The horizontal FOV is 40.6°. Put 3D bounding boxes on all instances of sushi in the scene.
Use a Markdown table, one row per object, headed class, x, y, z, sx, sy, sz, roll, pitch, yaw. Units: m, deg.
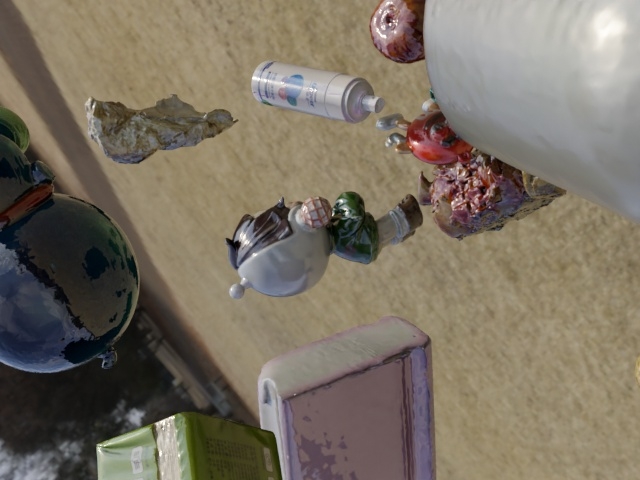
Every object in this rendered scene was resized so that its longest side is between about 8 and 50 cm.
| class | x | y | z | sx | sy | sz | roll | pitch | yaw |
| --- | --- | --- | --- | --- | --- | --- | --- | --- | --- |
| sushi | 0.340 | -0.118 | 1.816 | 0.343 | 0.182 | 0.196 | -32 | 66 | 61 |

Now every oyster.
| class | x | y | z | sx | sy | sz | roll | pitch | yaw |
| --- | --- | --- | --- | --- | --- | --- | --- | --- | --- |
| oyster | -0.256 | -0.177 | 1.366 | 0.162 | 0.233 | 0.107 | 13 | 106 | 53 |

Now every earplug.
| class | x | y | z | sx | sy | sz | roll | pitch | yaw |
| --- | --- | --- | --- | --- | --- | --- | --- | --- | --- |
| earplug | 0.306 | -0.163 | 0.759 | 0.312 | 0.313 | 0.394 | 56 | 177 | -29 |

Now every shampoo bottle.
| class | x | y | z | sx | sy | sz | roll | pitch | yaw |
| --- | --- | --- | --- | --- | --- | --- | --- | --- | --- |
| shampoo bottle | -0.001 | -0.280 | 1.652 | 0.303 | 0.092 | 0.092 | 21 | 151 | 41 |

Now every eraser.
| class | x | y | z | sx | sy | sz | roll | pitch | yaw |
| --- | --- | --- | --- | --- | --- | --- | --- | --- | --- |
| eraser | 0.048 | 0.323 | 1.363 | 0.122 | 0.272 | 0.359 | 38 | 141 | 55 |

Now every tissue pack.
| class | x | y | z | sx | sy | sz | roll | pitch | yaw |
| --- | --- | --- | --- | --- | --- | --- | --- | --- | --- |
| tissue pack | -0.145 | 0.371 | 1.043 | 0.200 | 0.167 | 0.274 | 33 | -141 | -53 |

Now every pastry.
| class | x | y | z | sx | sy | sz | roll | pitch | yaw |
| --- | --- | --- | --- | --- | --- | --- | --- | --- | --- |
| pastry | 0.335 | -0.110 | 1.302 | 0.057 | 0.097 | 0.109 | -9 | 124 | 21 |

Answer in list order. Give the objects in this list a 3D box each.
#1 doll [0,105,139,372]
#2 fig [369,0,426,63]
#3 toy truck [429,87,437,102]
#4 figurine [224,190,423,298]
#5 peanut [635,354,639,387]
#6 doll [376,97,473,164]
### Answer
| class | x | y | z | sx | sy | sz | roll | pitch | yaw |
| --- | --- | --- | --- | --- | --- | --- | --- | --- | --- |
| doll | -0.327 | 0.017 | 0.954 | 0.322 | 0.198 | 0.186 | 52 | 179 | -18 |
| fig | 0.148 | -0.362 | 1.455 | 0.128 | 0.128 | 0.150 | 51 | -153 | -9 |
| toy truck | 0.336 | -0.313 | 1.301 | 0.178 | 0.363 | 0.176 | 35 | 174 | 16 |
| figurine | 0.000 | 0.000 | 1.563 | 0.281 | 0.370 | 0.167 | 123 | 130 | -70 |
| peanut | 0.503 | 0.195 | 1.219 | 0.089 | 0.089 | 0.193 | 52 | -179 | -11 |
| doll | 0.211 | -0.206 | 1.642 | 0.217 | 0.183 | 0.085 | -119 | 9 | -51 |
